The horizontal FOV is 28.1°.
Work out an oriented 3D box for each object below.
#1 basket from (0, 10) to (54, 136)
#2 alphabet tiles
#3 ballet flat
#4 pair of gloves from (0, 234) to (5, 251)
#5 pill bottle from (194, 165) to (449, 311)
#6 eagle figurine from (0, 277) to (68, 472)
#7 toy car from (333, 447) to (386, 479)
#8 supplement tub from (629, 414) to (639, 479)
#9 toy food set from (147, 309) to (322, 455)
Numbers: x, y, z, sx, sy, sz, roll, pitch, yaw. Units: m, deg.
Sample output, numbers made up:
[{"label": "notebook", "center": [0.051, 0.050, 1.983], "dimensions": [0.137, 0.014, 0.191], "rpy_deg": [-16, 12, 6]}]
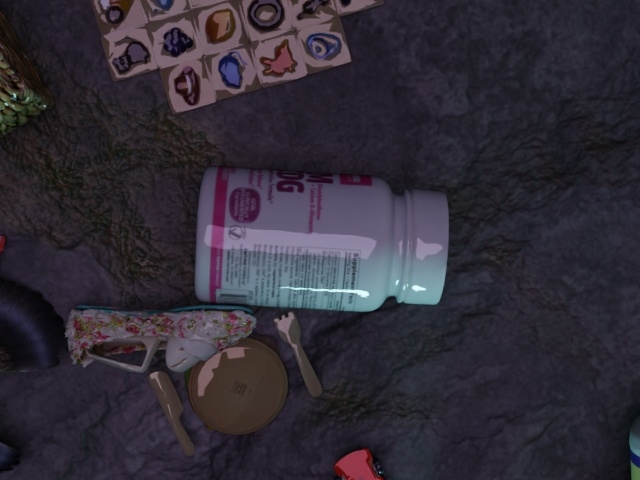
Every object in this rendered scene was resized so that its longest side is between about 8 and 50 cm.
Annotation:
[{"label": "basket", "center": [-0.475, -0.225, 1.429], "dimensions": [0.223, 0.213, 0.299], "rpy_deg": [-29, 94, -1]}, {"label": "alphabet tiles", "center": [-0.109, -0.320, 1.537], "dimensions": [0.342, 0.011, 0.285], "rpy_deg": [-16, 95, -1]}, {"label": "ballet flat", "center": [-0.190, 0.119, 1.507], "dimensions": [0.241, 0.091, 0.077], "rpy_deg": [-1, 68, 18]}, {"label": "pair of gloves", "center": [-0.471, 0.058, 1.544], "dimensions": [0.159, 0.023, 0.198], "rpy_deg": [12, 93, -2]}, {"label": "pill bottle", "center": [0.000, 0.000, 1.486], "dimensions": [0.283, 0.160, 0.160], "rpy_deg": [4, 94, -3]}, {"label": "eagle figurine", "center": [-0.447, 0.160, 1.447], "dimensions": [0.226, 0.298, 0.225], "rpy_deg": [-22, 78, 16]}, {"label": "toy car", "center": [0.079, 0.394, 1.569], "dimensions": [0.239, 0.053, 0.225], "rpy_deg": [31, 93, -3]}, {"label": "supplement tub", "center": [0.488, 0.366, 1.487], "dimensions": [0.241, 0.241, 0.331], "rpy_deg": [-3, 94, -2]}, {"label": "toy food set", "center": [-0.102, 0.172, 1.561], "dimensions": [0.192, 0.038, 0.132], "rpy_deg": [-23, 101, -6]}]
